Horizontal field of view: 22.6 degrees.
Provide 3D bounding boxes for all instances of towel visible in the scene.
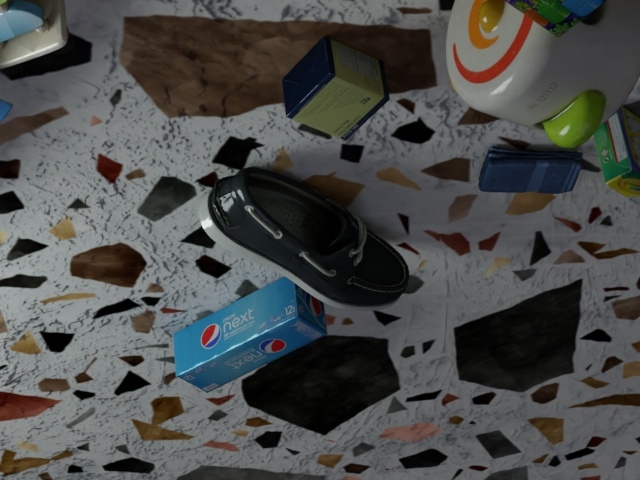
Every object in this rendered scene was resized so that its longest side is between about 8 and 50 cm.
[{"bbox_3d":[0.251,-0.083,1.918,0.119,0.029,0.067,0,144,-11],"label":"towel"}]

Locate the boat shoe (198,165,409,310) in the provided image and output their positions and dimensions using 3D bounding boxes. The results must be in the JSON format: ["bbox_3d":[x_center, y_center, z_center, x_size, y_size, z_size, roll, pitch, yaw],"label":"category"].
[{"bbox_3d":[0.000,0.000,1.921,0.302,0.114,0.091,19,143,-33],"label":"boat shoe"}]

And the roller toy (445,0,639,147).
[{"bbox_3d":[0.219,-0.210,1.598,0.146,0.209,0.191,14,105,-28],"label":"roller toy"}]

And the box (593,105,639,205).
[{"bbox_3d":[0.393,-0.080,1.880,0.043,0.105,0.179,-31,139,31],"label":"box"}]

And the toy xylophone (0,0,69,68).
[{"bbox_3d":[-0.361,-0.262,1.456,0.322,0.081,0.236,18,158,-37],"label":"toy xylophone"}]

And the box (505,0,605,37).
[{"bbox_3d":[0.205,-0.371,1.353,0.279,0.177,0.290,25,129,-39],"label":"box"}]

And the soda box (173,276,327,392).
[{"bbox_3d":[-0.095,0.123,2.114,0.210,0.071,0.067,-27,141,26],"label":"soda box"}]

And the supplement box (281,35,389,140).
[{"bbox_3d":[0.016,-0.165,1.740,0.083,0.056,0.083,19,137,-31],"label":"supplement box"}]

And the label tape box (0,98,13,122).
[{"bbox_3d":[-0.512,-0.117,1.675,0.249,0.115,0.347,19,135,-33],"label":"label tape box"}]
